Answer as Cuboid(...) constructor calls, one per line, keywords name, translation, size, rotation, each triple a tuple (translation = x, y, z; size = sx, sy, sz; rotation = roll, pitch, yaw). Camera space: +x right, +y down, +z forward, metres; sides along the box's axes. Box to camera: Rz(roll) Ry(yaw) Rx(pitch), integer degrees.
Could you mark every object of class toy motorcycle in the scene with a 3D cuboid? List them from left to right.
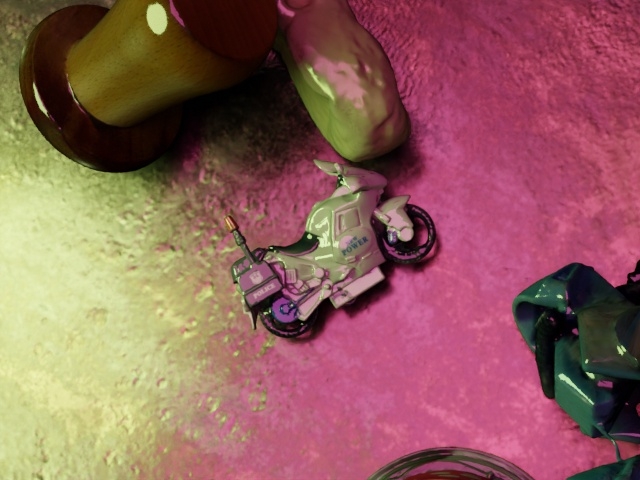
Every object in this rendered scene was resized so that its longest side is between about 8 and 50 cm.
Cuboid(name="toy motorcycle", translation=(0.000, 0.000, 1.442), size=(0.221, 0.102, 0.150), rotation=(-33, 88, 3))
Cuboid(name="toy motorcycle", translation=(0.281, 0.167, 1.300), size=(0.232, 0.172, 0.416), rotation=(6, 55, 15))

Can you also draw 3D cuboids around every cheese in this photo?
Cuboid(name="cheese", translation=(0.007, -0.201, 1.445), size=(0.093, 0.159, 0.263), rotation=(-29, 76, -3))

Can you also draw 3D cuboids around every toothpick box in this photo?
Cuboid(name="toothpick box", translation=(-0.181, -0.189, 1.420), size=(0.294, 0.192, 0.192), rotation=(-24, 72, 46))

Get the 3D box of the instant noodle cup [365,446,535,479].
Cuboid(name="instant noodle cup", translation=(0.120, 0.324, 1.314), size=(0.303, 0.181, 0.258), rotation=(-5, 78, 9))
